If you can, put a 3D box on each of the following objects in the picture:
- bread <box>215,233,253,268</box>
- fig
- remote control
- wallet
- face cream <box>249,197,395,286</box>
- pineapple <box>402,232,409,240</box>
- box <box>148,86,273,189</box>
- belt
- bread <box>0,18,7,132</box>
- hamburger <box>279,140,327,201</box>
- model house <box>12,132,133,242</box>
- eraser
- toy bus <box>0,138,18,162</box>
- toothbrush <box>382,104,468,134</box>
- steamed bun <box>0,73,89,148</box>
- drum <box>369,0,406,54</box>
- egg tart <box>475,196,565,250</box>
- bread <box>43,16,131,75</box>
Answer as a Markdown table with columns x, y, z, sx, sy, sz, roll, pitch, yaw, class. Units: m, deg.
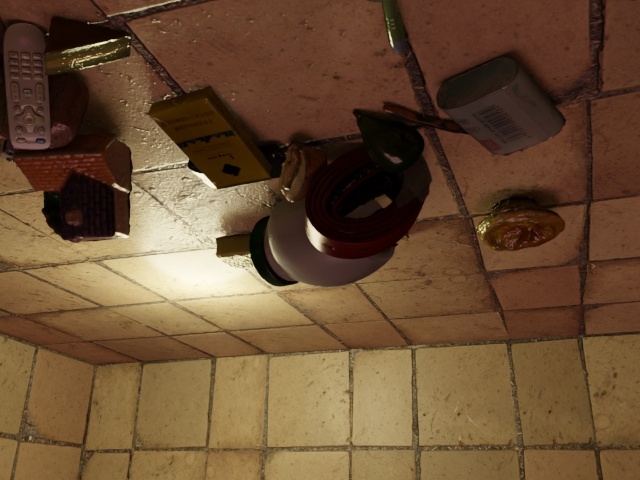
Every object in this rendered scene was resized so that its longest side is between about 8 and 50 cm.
| x | y | z | sx | sy | sz | roll | pitch | yaw | class |
| --- | --- | --- | --- | --- | --- | --- | --- | --- | --- |
| -0.135 | 0.027 | 2.035 | 0.362 | 0.077 | 0.138 | -4 | 158 | 13 | bread |
| 0.136 | -0.217 | 1.416 | 0.178 | 0.117 | 0.117 | 27 | 148 | -26 | fig |
| -0.538 | -0.281 | 1.200 | 0.073 | 0.229 | 0.044 | -2 | -158 | -18 | remote control |
| -0.185 | -0.177 | 1.596 | 0.250 | 0.044 | 0.149 | -6 | 160 | 17 | wallet |
| 0.000 | 0.000 | 1.755 | 0.357 | 0.219 | 0.312 | -14 | 137 | 40 | face cream |
| 0.242 | -0.019 | 1.977 | 0.083 | 0.019 | 0.045 | 23 | 152 | -36 | pineapple |
| -0.236 | -0.216 | 1.446 | 0.153 | 0.040 | 0.279 | -9 | 145 | 24 | box |
| 0.116 | -0.092 | 1.511 | 0.324 | 0.227 | 0.115 | -30 | 163 | -12 | belt |
| -0.695 | -0.311 | 1.155 | 0.264 | 0.167 | 0.163 | 8 | 157 | -8 | bread |
| -0.027 | -0.163 | 1.534 | 0.102 | 0.087 | 0.176 | -14 | 144 | -26 | hamburger |
| -0.539 | -0.117 | 1.422 | 0.203 | 0.236 | 0.237 | 2 | 177 | -1 | model house |
| 0.365 | -0.262 | 1.310 | 0.174 | 0.081 | 0.227 | -20 | 148 | 35 | eraser |
| -0.700 | -0.207 | 1.539 | 0.058 | 0.052 | 0.102 | -16 | 153 | 35 | toy bus |
| 0.274 | -0.248 | 1.423 | 0.321 | 0.023 | 0.031 | 13 | 152 | -26 | toothbrush |
| -0.555 | -0.253 | 1.301 | 0.175 | 0.144 | 0.106 | 4 | 159 | 6 | steamed bun |
| 0.126 | -0.394 | 1.044 | 0.130 | 0.049 | 0.253 | -11 | 154 | 28 | drum |
| 0.540 | -0.048 | 1.783 | 0.241 | 0.105 | 0.241 | -1 | 155 | 0 | egg tart |
| -0.416 | -0.335 | 1.174 | 0.139 | 0.084 | 0.074 | 8 | 155 | -18 | bread |
